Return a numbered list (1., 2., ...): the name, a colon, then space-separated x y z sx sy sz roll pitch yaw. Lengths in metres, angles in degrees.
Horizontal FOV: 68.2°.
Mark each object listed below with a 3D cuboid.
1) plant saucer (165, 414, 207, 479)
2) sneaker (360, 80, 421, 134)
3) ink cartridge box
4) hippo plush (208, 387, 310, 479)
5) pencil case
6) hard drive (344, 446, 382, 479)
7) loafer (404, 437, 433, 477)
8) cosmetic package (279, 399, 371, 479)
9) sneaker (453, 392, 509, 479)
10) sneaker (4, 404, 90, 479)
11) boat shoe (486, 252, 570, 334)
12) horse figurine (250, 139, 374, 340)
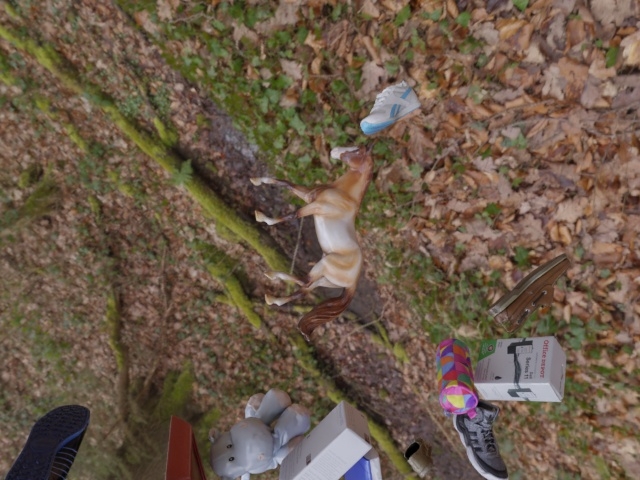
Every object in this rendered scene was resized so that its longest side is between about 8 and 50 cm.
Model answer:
1. plant saucer: -0.298 0.575 1.098 0.258 0.047 0.259 -144 41 -72
2. sneaker: 0.179 -0.364 1.298 0.087 0.228 0.092 -19 104 53
3. ink cartridge box: 0.542 0.349 1.287 0.208 0.153 0.087 -15 124 41
4. hippo plush: -0.192 0.517 1.251 0.294 0.234 0.236 -32 149 19
5. pencil case: 0.366 0.367 1.280 0.104 0.236 0.105 4 114 10
6. hard drive: 0.109 0.633 1.170 0.210 0.040 0.319 -164 64 -72
7. loafer: 0.217 0.471 1.052 0.050 0.056 0.148 43 178 6
8. cosmetic package: 0.009 0.498 1.102 0.085 0.231 0.117 40 -171 -10
9. sneaker: 0.524 0.615 1.500 0.101 0.269 0.153 5 120 -20
10. sneaker: -0.455 0.369 0.784 0.081 0.232 0.091 14 103 -7
11. boat shoe: 0.652 0.163 1.439 0.104 0.307 0.111 51 175 14
12. horse figurine: 0.000 0.000 0.668 0.066 0.174 0.263 180 83 -78
